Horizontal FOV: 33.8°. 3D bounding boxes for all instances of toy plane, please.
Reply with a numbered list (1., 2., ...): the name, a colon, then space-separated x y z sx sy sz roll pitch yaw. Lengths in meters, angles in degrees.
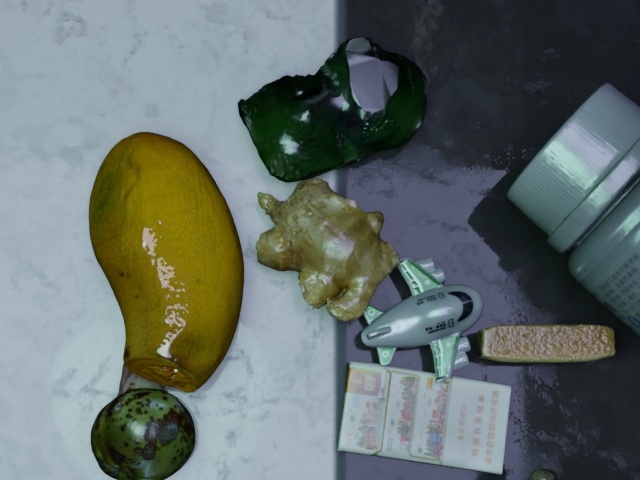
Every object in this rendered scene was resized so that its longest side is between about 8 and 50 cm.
1. toy plane: 0.137 0.105 1.408 0.174 0.080 0.174 1 78 -5

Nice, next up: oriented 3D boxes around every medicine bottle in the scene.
1. medicine bottle: 0.422 -0.033 1.374 0.306 0.245 0.245 43 79 9

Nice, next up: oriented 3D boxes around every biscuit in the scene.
1. biscuit: 0.304 0.140 1.429 0.188 0.056 0.052 1 82 -6

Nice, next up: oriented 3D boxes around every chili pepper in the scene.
1. chili pepper: 0.031 -0.179 1.428 0.264 0.116 0.148 -17 74 -9

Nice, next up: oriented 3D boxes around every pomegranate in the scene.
1. pomegranate: -0.233 0.227 1.330 0.125 0.138 0.163 -18 70 -35

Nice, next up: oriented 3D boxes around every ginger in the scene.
1. ginger: 0.000 0.000 1.403 0.216 0.102 0.157 37 88 15

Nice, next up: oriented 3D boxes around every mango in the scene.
1. mango: -0.192 0.021 1.350 0.187 0.144 0.359 -10 70 -25

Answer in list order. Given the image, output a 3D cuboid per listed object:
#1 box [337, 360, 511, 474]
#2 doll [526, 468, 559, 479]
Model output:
1. box: 0.139 0.236 1.409 0.220 0.032 0.122 9 79 -3
2. doll: 0.181 0.402 1.310 0.286 0.091 0.202 -15 74 22
